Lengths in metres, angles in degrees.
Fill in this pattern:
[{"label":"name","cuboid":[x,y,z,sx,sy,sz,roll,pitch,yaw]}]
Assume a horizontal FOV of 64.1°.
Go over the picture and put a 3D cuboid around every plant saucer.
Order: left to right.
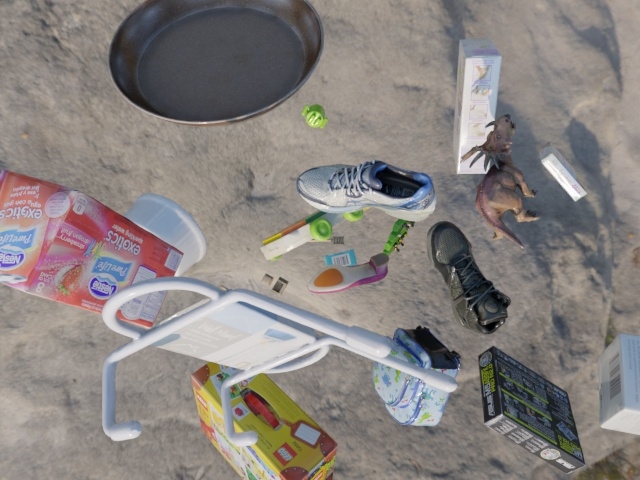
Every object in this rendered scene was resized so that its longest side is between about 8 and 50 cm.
[{"label":"plant saucer","cuboid":[-0.148,-0.276,0.752,0.311,0.050,0.310,-2,60,3]}]

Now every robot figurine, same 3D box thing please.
[{"label":"robot figurine","cuboid":[-0.018,-0.470,1.922,0.101,0.115,0.067,29,126,-15]}]

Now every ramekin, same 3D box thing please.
[{"label":"ramekin","cuboid":[-0.509,0.001,1.601,0.277,0.277,0.135,40,49,-5]}]

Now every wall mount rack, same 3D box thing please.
[{"label":"wall mount rack","cuboid":[-0.042,0.133,0.550,0.304,0.350,0.130,-26,59,18]}]

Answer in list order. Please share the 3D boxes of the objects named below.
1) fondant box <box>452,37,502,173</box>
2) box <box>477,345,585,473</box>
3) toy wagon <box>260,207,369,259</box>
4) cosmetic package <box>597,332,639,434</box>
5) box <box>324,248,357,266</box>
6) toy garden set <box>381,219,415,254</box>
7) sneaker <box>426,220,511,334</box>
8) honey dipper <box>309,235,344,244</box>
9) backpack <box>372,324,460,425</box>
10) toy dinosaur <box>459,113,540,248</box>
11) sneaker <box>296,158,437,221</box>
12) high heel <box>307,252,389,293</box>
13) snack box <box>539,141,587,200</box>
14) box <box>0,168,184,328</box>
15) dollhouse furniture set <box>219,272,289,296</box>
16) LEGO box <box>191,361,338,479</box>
[{"label":"fondant box","cuboid":[0.444,-0.388,1.476,0.096,0.238,0.330,1,122,10]},{"label":"box","cuboid":[0.521,0.417,1.278,0.270,0.216,0.060,32,126,-12]},{"label":"toy wagon","cuboid":[0.000,-0.047,1.380,0.344,0.267,0.068,-32,96,-36]},{"label":"cosmetic package","cuboid":[0.646,0.282,0.966,0.184,0.151,0.151,8,60,15]},{"label":"box","cuboid":[0.079,0.098,1.756,0.101,0.244,0.060,-13,73,4]},{"label":"toy garden set","cuboid":[0.302,-0.050,1.708,0.049,0.244,0.204,39,67,14]},{"label":"sneaker","cuboid":[0.270,0.071,0.915,0.087,0.130,0.227,-24,102,-12]},{"label":"honey dipper","cuboid":[0.000,0.000,1.732,0.161,0.030,0.030,-1,88,3]},{"label":"backpack","cuboid":[0.119,0.184,0.682,0.084,0.105,0.114,5,104,-21]},{"label":"toy dinosaur","cuboid":[0.408,-0.124,1.192,0.200,0.127,0.295,34,55,-37]},{"label":"sneaker","cuboid":[0.042,-0.055,0.478,0.136,0.058,0.052,5,73,9]},{"label":"high heel","cuboid":[0.078,0.108,1.428,0.244,0.117,0.082,-24,63,-16]},{"label":"snack box","cuboid":[0.622,-0.179,1.313,0.141,0.100,0.037,46,122,-7]},{"label":"box","cuboid":[-0.370,0.029,0.809,0.142,0.300,0.154,15,77,18]},{"label":"dollhouse furniture set","cuboid":[-0.221,0.157,1.681,0.182,0.101,0.160,31,89,0]},{"label":"LEGO box","cuboid":[-0.191,0.656,1.703,0.193,0.372,0.500,-31,51,-33]}]
